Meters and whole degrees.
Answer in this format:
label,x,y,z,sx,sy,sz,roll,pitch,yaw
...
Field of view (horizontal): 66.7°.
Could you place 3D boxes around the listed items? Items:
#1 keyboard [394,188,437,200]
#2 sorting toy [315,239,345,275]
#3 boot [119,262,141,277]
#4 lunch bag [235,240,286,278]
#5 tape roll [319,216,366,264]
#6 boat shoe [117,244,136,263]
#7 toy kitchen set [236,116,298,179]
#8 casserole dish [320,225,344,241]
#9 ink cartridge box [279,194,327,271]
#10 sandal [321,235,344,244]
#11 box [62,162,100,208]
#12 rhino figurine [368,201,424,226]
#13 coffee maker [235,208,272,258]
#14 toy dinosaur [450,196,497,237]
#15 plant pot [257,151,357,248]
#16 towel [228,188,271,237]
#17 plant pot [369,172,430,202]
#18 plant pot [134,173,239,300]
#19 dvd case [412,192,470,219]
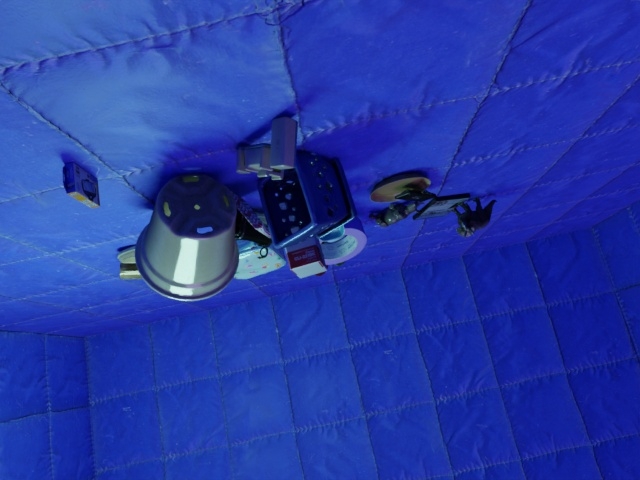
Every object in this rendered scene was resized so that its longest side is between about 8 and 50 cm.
label,x,y,z,sx,sy,sz,roll,pitch,yaw
keyboard,0.384,-0.179,1.905,0.180,0.023,0.108,1,167,-43
sorting toy,0.039,0.066,2.419,0.126,0.127,0.365,6,-157,43
boot,-0.713,0.130,2.100,0.269,0.089,0.236,-1,167,-17
lunch bag,-0.303,0.065,2.179,0.279,0.108,0.224,-19,147,13
tape roll,0.060,-0.004,2.131,0.274,0.090,0.275,-11,146,-8
boat shoe,-0.657,0.069,1.967,0.302,0.098,0.109,-5,164,-24
toy kitchen set,-0.109,-0.238,1.301,0.207,0.122,0.166,2,178,41
casserole dish,0.029,-0.077,1.941,0.114,0.037,0.188,-15,125,4
ink cartridge box,-0.072,-0.019,1.776,0.114,0.273,0.197,-17,165,4
sandal,0.003,-0.002,2.295,0.265,0.076,0.102,-28,180,17
box,-0.613,-0.142,1.248,0.028,0.081,0.136,-12,166,-1
rhino figurine,0.338,-0.122,2.109,0.243,0.073,0.106,-22,158,29
coffee maker,-0.254,-0.032,1.769,0.120,0.171,0.178,-22,162,31
toy dinosaur,0.703,-0.104,2.234,0.313,0.160,0.121,-18,167,-36
plant pot,-0.032,-0.122,1.512,0.212,0.236,0.236,-7,165,-40
towel,-0.229,-0.093,1.571,0.029,0.197,0.144,-43,163,1
plant pot,0.300,-0.203,1.855,0.236,0.032,0.236,-12,165,-3
plant pot,-0.386,-0.028,1.477,0.333,0.334,0.305,-5,153,-24
dvd case,0.556,-0.154,2.262,0.180,0.022,0.253,-7,165,-15
